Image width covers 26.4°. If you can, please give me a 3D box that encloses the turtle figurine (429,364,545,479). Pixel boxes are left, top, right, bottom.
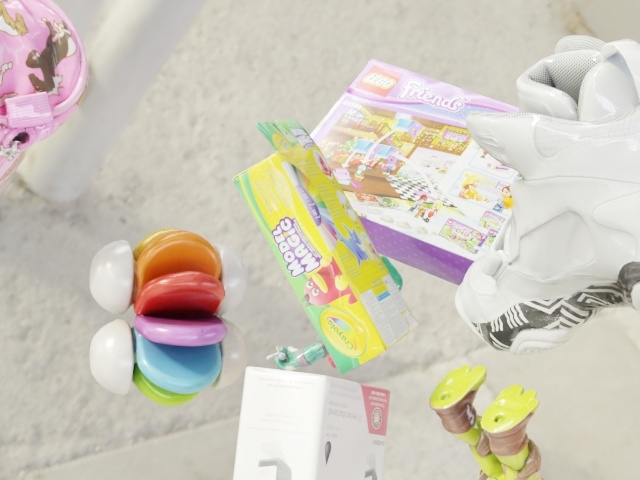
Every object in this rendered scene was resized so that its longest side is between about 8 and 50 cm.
[{"bbox_3d":[0.168,0.215,1.199,0.217,0.087,0.269,62,-9,-26],"label":"turtle figurine"}]

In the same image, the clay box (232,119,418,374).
[{"bbox_3d":[0.000,0.000,1.198,0.222,0.053,0.127,60,17,4],"label":"clay box"}]

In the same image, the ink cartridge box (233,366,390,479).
[{"bbox_3d":[-0.011,0.239,1.292,0.158,0.092,0.218,23,73,-62],"label":"ink cartridge box"}]

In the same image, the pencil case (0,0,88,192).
[{"bbox_3d":[-0.366,-0.098,1.375,0.160,0.386,0.167,39,53,-9],"label":"pencil case"}]

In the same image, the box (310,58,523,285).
[{"bbox_3d":[0.127,-0.063,1.389,0.293,0.057,0.201,23,58,26],"label":"box"}]

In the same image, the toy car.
[{"bbox_3d":[-0.143,0.077,1.363,0.159,0.136,0.182,1,88,-22],"label":"toy car"}]

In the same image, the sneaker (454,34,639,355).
[{"bbox_3d":[0.188,-0.035,1.067,0.137,0.366,0.210,-38,99,-26],"label":"sneaker"}]

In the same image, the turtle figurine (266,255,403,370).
[{"bbox_3d":[0.020,0.086,1.712,0.118,0.234,0.175,15,79,-18],"label":"turtle figurine"}]
